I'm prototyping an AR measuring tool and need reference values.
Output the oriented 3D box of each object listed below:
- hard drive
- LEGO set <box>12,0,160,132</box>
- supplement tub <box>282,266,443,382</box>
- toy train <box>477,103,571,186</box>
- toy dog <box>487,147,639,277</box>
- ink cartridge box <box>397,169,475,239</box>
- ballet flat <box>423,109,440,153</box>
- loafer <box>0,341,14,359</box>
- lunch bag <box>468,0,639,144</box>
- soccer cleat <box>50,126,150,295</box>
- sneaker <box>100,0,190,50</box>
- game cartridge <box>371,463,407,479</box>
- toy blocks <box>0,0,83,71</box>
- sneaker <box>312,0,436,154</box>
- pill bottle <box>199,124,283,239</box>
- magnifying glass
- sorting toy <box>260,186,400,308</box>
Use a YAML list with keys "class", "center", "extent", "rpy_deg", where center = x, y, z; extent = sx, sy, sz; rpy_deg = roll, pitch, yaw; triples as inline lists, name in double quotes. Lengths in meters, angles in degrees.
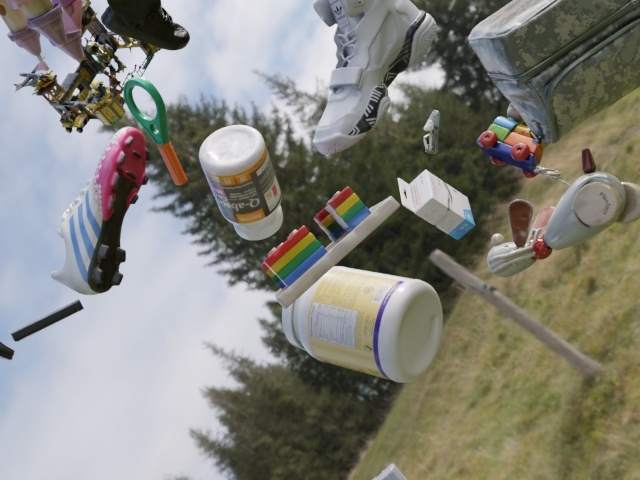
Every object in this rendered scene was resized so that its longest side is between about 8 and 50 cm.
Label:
- class: "hard drive"
  center: [-0.518, 0.153, 1.447]
  extent: [0.135, 0.022, 0.094]
  rpy_deg: [-28, 3, -18]
- class: "LEGO set"
  center: [-0.527, -0.428, 1.720]
  extent: [0.331, 0.255, 0.192]
  rpy_deg: [-61, -37, -21]
- class: "supplement tub"
  center: [0.097, 0.191, 1.814]
  extent: [0.241, 0.331, 0.241]
  rpy_deg: [-12, -74, -50]
- class: "toy train"
  center: [0.490, -0.219, 1.701]
  extent: [0.143, 0.248, 0.105]
  rpy_deg: [-57, -38, -4]
- class: "toy dog"
  center: [0.462, -0.060, 1.502]
  extent: [0.334, 0.161, 0.220]
  rpy_deg: [-25, -17, 16]
- class: "ink cartridge box"
  center: [0.268, -0.090, 1.755]
  extent: [0.060, 0.180, 0.104]
  rpy_deg: [-42, 33, 31]
- class: "ballet flat"
  center: [0.282, -0.275, 1.937]
  extent: [0.041, 0.041, 0.114]
  rpy_deg: [-45, -41, -58]
- class: "loafer"
  center: [-0.647, 0.167, 1.436]
  extent: [0.062, 0.170, 0.061]
  rpy_deg: [-12, 44, 48]
- class: "lunch bag"
  center: [0.473, -0.353, 1.404]
  extent: [0.305, 0.256, 0.212]
  rpy_deg: [-35, 18, 1]
- class: "soccer cleat"
  center: [-0.429, -0.063, 1.443]
  extent: [0.116, 0.143, 0.331]
  rpy_deg: [35, -115, -67]
- class: "sneaker"
  center: [-0.241, -0.327, 1.072]
  extent: [0.170, 0.051, 0.089]
  rpy_deg: [3, -38, -44]
- class: "game cartridge"
  center: [0.093, 0.602, 1.455]
  extent: [0.297, 0.198, 0.062]
  rpy_deg: [-41, -7, -9]
- class: "toy blocks"
  center: [-0.418, -0.402, 1.176]
  extent: [0.309, 0.288, 0.260]
  rpy_deg: [-56, -48, -37]
- class: "sneaker"
  center: [0.055, -0.348, 1.427]
  extent: [0.366, 0.210, 0.137]
  rpy_deg: [-55, 26, -17]
- class: "pill bottle"
  center: [-0.186, -0.136, 1.882]
  extent: [0.162, 0.162, 0.278]
  rpy_deg: [-55, -32, -29]
- class: "magnifying glass"
  center: [-0.320, -0.215, 1.502]
  extent: [0.026, 0.092, 0.231]
  rpy_deg: [-44, -56, -40]
- class: "sorting toy"
  center: [0.000, 0.000, 1.367]
  extent: [0.257, 0.089, 0.255]
  rpy_deg: [-42, 1, -5]
